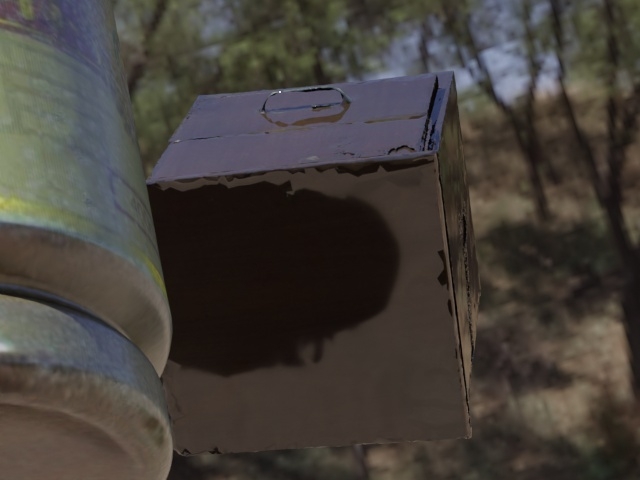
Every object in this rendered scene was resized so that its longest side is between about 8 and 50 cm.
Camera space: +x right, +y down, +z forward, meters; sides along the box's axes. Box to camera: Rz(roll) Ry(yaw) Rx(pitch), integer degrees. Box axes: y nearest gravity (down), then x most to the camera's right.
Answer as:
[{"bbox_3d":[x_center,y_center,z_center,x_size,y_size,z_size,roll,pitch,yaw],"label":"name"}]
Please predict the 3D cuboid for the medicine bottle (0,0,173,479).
[{"bbox_3d":[-0.140,-0.061,0.526,0.151,0.322,0.151,-10,-32,-7],"label":"medicine bottle"}]

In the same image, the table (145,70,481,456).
[{"bbox_3d":[0.000,0.000,0.970,0.169,0.172,0.193,-5,21,10],"label":"table"}]
